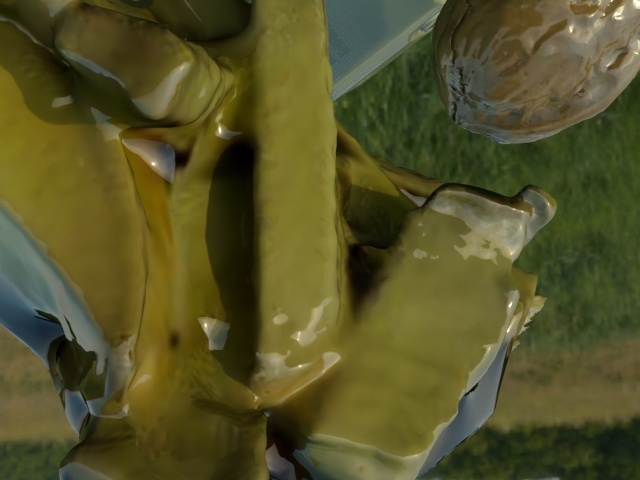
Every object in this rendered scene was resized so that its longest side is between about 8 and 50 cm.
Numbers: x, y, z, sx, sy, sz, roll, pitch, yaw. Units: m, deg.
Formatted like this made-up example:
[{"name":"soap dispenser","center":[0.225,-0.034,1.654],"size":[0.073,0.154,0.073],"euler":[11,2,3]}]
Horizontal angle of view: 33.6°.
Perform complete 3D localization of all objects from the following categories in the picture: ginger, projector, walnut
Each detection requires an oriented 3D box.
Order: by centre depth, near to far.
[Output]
[{"name":"ginger","center":[-0.030,-0.043,0.522],"size":[0.413,0.358,0.211],"euler":[4,125,-40]},{"name":"walnut","center":[0.216,-0.201,1.030],"size":[0.245,0.198,0.198],"euler":[-45,162,2]},{"name":"projector","center":[0.063,-0.313,1.304],"size":[0.242,0.177,0.163],"euler":[-36,-176,26]}]

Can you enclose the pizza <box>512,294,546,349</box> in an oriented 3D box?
[{"name":"pizza","center":[0.127,0.118,1.003],"size":[0.262,0.034,0.181],"euler":[-11,143,-47]}]
